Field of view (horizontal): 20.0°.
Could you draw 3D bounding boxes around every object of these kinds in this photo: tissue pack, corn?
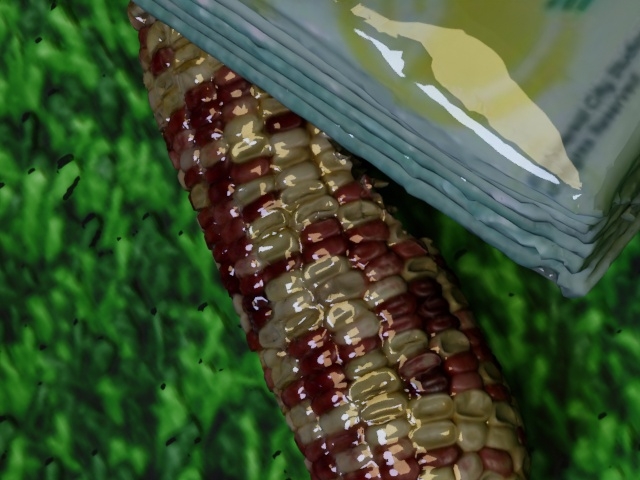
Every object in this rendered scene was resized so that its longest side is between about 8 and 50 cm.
[{"bbox_3d":[0.025,-0.199,0.721,0.388,0.162,0.287,35,76,13],"label":"tissue pack"},{"bbox_3d":[0.000,0.000,0.786,0.098,0.098,0.290,-27,77,12],"label":"corn"}]
